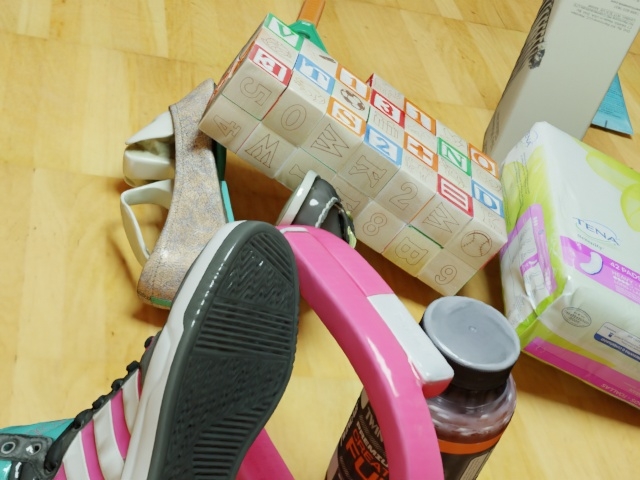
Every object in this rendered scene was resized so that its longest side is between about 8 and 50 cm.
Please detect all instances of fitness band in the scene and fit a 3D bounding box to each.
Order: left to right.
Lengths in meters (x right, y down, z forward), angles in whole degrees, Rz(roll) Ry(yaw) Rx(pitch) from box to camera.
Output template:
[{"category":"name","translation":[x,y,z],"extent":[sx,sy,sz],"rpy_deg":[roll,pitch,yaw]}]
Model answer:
[{"category":"fitness band","translation":[-0.008,0.117,0.698],"extent":[0.054,0.209,0.291],"rpy_deg":[1,36,-36]}]

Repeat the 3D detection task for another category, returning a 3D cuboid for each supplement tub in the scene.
[{"category":"supplement tub","translation":[0.075,0.133,0.728],"extent":[0.106,0.198,0.106],"rpy_deg":[12,38,-9]}]

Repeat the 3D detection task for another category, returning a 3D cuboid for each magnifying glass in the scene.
[{"category":"magnifying glass","translation":[-0.024,-0.270,1.325],"extent":[0.092,0.026,0.231],"rpy_deg":[18,39,-3]}]

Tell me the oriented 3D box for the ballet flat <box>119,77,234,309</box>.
[{"category":"ballet flat","translation":[-0.136,-0.056,0.949],"extent":[0.106,0.108,0.316],"rpy_deg":[-1,40,-8]}]

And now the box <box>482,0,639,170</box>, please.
[{"category":"box","translation":[0.278,-0.194,1.156],"extent":[0.094,0.275,0.113],"rpy_deg":[18,37,-2]}]

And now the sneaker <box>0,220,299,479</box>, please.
[{"category":"sneaker","translation":[-0.130,0.121,0.644],"extent":[0.178,0.124,0.296],"rpy_deg":[5,67,36]}]

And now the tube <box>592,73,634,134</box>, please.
[{"category":"tube","translation":[0.402,-0.226,1.442],"extent":[0.080,0.052,0.207],"rpy_deg":[12,43,-3]}]

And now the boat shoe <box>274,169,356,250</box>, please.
[{"category":"boat shoe","translation":[0.000,0.000,0.868],"extent":[0.068,0.228,0.081],"rpy_deg":[32,82,5]}]

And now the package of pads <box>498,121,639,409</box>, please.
[{"category":"package of pads","translation":[0.286,0.026,1.003],"extent":[0.229,0.101,0.296],"rpy_deg":[27,35,-13]}]

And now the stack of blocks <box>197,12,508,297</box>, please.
[{"category":"stack of blocks","translation":[0.039,-0.092,0.989],"extent":[0.297,0.087,0.171],"rpy_deg":[34,28,-14]}]
